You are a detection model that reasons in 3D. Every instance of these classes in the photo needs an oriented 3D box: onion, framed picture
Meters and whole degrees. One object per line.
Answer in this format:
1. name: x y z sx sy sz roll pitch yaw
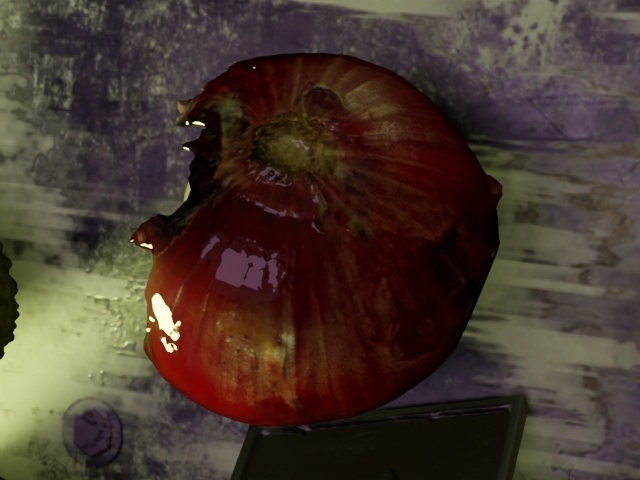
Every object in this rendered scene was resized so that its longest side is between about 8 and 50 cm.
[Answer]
1. onion: 0.001 -0.007 1.591 0.341 0.341 0.341 2 95 24
2. framed picture: 0.038 0.234 1.666 0.289 0.213 0.016 -9 127 24

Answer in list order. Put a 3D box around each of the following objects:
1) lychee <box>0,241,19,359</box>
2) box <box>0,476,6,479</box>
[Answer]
1. lychee: -0.466 0.058 1.834 0.319 0.270 0.270 -8 90 28
2. box: -0.334 0.366 1.785 0.339 0.229 0.239 29 85 19
